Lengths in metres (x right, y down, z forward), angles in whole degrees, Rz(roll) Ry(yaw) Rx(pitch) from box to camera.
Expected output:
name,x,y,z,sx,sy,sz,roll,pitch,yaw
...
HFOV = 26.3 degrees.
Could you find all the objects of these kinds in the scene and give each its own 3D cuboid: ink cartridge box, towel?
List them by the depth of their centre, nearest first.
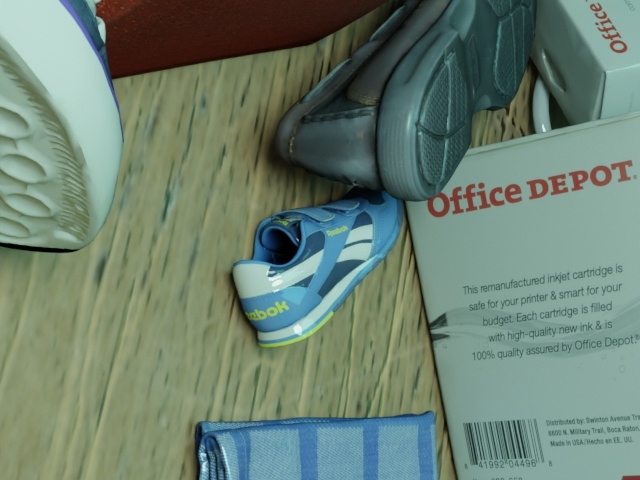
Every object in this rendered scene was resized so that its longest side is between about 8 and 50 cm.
name,x,y,z,sx,sy,sz,roll,pitch,yaw
towel,0.013,0.243,0.789,0.209,0.034,0.285,6,77,-46
ink cartridge box,0.180,0.064,0.878,0.114,0.197,0.273,-11,90,-48
ink cartridge box,0.258,-0.154,0.985,0.191,0.082,0.139,-13,51,-11

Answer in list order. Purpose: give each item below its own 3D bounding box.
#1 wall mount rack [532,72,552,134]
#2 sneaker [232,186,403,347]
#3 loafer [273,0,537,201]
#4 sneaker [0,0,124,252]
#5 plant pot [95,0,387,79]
name,x,y,z,sx,sy,sz,roll,pitch,yaw
wall mount rack,0.320,-0.042,1.094,0.350,0.130,0.304,52,49,-26
sneaker,0.000,0.000,0.812,0.059,0.053,0.144,57,47,-18
loafer,0.064,-0.118,0.872,0.302,0.095,0.109,-51,140,-55
sneaker,-0.131,-0.167,0.566,0.323,0.130,0.236,74,27,-56
plant pot,-0.036,-0.243,0.692,0.267,0.236,0.267,-19,95,-46
